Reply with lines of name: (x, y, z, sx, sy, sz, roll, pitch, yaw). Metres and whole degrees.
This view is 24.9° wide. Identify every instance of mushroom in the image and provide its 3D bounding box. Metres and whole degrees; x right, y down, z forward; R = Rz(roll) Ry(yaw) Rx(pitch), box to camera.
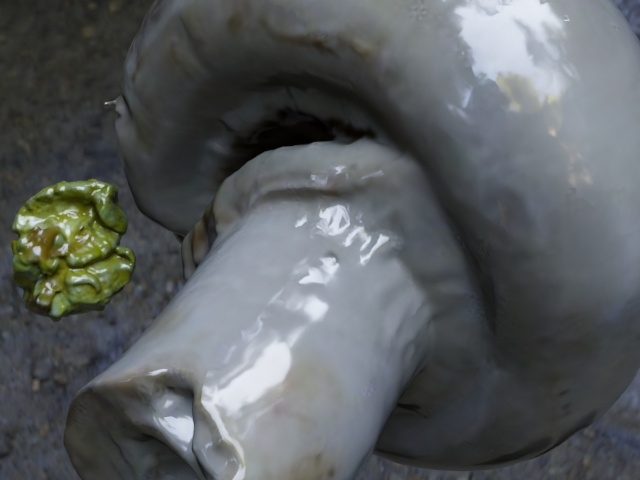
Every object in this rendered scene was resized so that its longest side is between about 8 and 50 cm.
mushroom: (0.000, 0.000, 0.642, 0.292, 0.292, 0.290, 36, 51, 19)

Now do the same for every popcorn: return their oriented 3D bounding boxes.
popcorn: (-0.133, 0.004, 0.761, 0.059, 0.083, 0.068, 2, 29, -35)
